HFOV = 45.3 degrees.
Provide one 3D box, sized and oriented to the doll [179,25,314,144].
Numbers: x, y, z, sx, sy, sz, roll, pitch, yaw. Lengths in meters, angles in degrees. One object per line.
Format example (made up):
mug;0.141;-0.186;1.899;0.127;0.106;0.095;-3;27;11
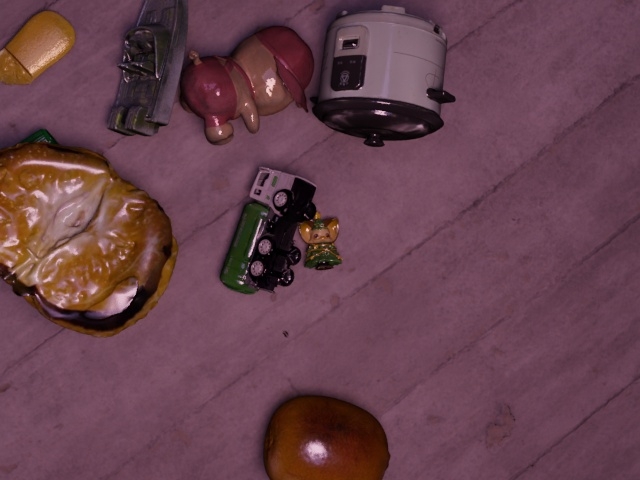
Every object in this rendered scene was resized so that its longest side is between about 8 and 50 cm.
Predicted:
doll;-0.126;-0.288;1.407;0.256;0.152;0.196;-29;84;-17

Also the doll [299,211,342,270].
doll;-0.001;0.007;1.482;0.078;0.076;0.113;-4;62;-12

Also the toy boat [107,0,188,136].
toy boat;-0.304;-0.346;1.390;0.092;0.141;0.319;16;85;-44

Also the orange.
orange;-0.426;-0.007;1.341;0.369;0.210;0.271;42;79;-4

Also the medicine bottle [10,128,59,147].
medicine bottle;-0.611;-0.098;1.384;0.309;0.076;0.111;-35;102;-7

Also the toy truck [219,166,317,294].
toy truck;-0.101;-0.012;1.434;0.125;0.101;0.242;20;89;34

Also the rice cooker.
rice cooker;0.110;-0.283;1.395;0.281;0.241;0.226;5;87;31

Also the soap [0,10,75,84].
soap;-0.528;-0.347;1.413;0.089;0.033;0.168;42;86;-3

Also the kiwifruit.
kiwifruit;0.015;0.387;1.412;0.234;0.196;0.195;10;89;-12
